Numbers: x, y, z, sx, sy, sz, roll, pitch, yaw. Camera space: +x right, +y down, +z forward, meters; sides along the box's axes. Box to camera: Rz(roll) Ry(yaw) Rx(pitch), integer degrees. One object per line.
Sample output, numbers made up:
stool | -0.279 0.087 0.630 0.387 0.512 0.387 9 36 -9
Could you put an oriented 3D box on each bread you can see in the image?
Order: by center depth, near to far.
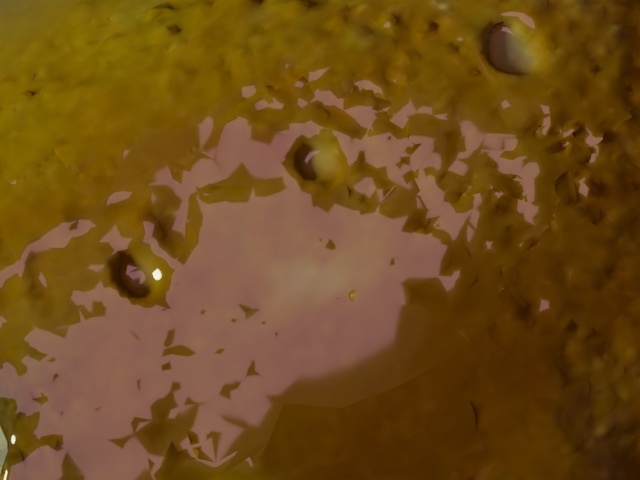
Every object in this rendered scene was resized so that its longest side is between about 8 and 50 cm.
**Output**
bread | 0.000 0.000 0.678 0.394 0.250 0.361 -27 85 0
